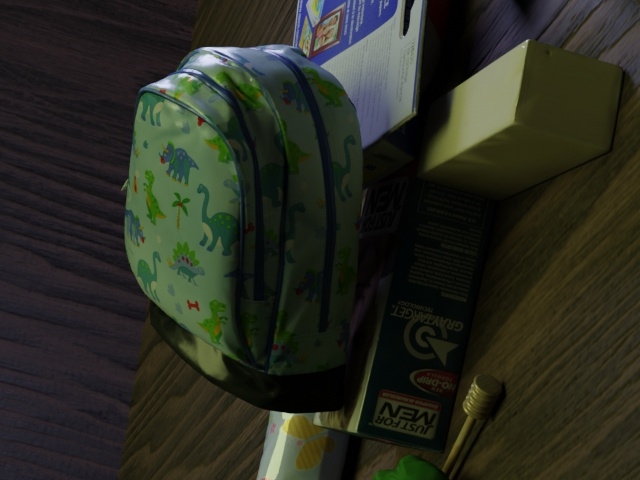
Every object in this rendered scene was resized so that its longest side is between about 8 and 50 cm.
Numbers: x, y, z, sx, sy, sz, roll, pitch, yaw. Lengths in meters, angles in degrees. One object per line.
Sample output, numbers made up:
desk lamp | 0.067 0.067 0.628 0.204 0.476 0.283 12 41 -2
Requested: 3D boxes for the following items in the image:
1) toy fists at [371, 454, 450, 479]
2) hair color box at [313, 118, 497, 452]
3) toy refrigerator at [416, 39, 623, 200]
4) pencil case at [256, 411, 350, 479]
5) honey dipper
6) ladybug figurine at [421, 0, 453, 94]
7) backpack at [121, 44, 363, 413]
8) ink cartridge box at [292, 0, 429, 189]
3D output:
toy fists | 0.069 0.354 1.710 0.142 0.096 0.279 33 108 61
hair color box | 0.098 0.051 1.883 0.174 0.105 0.347 167 116 -74
toy refrigerator | 0.192 -0.118 1.689 0.269 0.102 0.094 149 134 -72
pencil case | -0.019 0.256 2.122 0.124 0.113 0.273 116 166 -74
honey dipper | 0.142 0.201 1.716 0.030 0.030 0.161 -93 19 -51
ladybug figurine | 0.079 -0.340 2.243 0.305 0.161 0.449 126 154 -54
backpack | -0.079 -0.033 1.811 0.290 0.273 0.356 38 114 47
ink cartridge box | 0.060 -0.211 1.905 0.307 0.072 0.304 -27 50 53
